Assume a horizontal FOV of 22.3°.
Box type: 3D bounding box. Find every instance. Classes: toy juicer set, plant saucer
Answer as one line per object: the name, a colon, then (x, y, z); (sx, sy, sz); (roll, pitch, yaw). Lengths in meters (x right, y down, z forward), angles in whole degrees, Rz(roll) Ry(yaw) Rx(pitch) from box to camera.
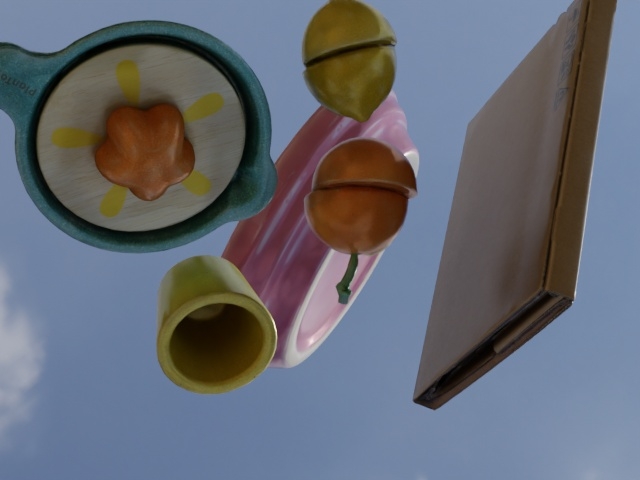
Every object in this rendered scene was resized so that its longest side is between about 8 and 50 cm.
toy juicer set: (-0.063, -0.076, 0.851); (0.209, 0.329, 0.089); (-31, -148, 4)
plant saucer: (0.000, 0.000, 1.606); (0.084, 0.332, 0.332); (32, -119, 12)

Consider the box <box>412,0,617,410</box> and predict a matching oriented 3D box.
box: (0.108, -0.022, 0.908); (0.164, 0.021, 0.201); (129, -22, -57)
